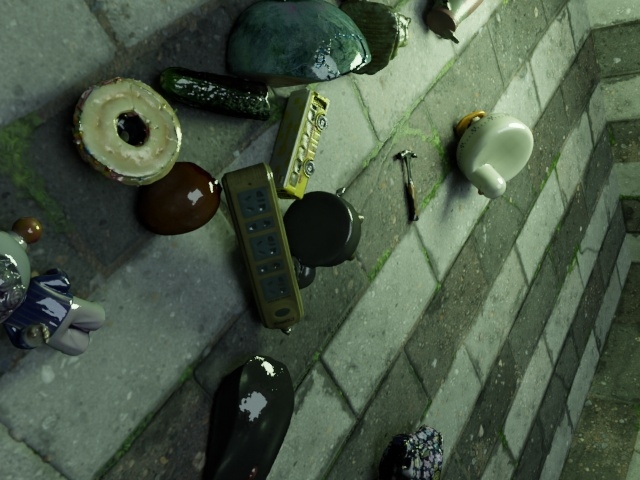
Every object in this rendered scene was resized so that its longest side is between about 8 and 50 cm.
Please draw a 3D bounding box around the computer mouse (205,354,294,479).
[{"bbox_3d":[-0.128,0.377,1.091,0.168,0.087,0.296,17,82,-50],"label":"computer mouse"}]

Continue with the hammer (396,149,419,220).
[{"bbox_3d":[0.251,-0.151,1.523,0.078,0.021,0.201,-26,111,-44],"label":"hammer"}]

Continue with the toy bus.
[{"bbox_3d":[-0.049,-0.199,1.153,0.074,0.081,0.227,23,79,-41],"label":"toy bus"}]

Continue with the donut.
[{"bbox_3d":[-0.303,-0.167,0.865,0.174,0.068,0.175,7,78,-36],"label":"donut"}]

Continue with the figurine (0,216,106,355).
[{"bbox_3d":[-0.417,0.086,0.735,0.194,0.133,0.275,-40,135,-25],"label":"figurine"}]

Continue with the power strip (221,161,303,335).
[{"bbox_3d":[-0.101,0.039,1.057,0.092,0.066,0.388,-17,124,-9],"label":"power strip"}]

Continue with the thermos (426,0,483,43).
[{"bbox_3d":[0.399,-0.695,1.578,0.265,0.145,0.176,-59,157,-16],"label":"thermos"}]

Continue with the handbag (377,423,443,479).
[{"bbox_3d":[0.246,0.619,1.492,0.207,0.126,0.229,1,100,-49],"label":"handbag"}]

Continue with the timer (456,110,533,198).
[{"bbox_3d":[0.534,-0.258,1.669,0.233,0.240,0.234,-13,133,-14],"label":"timer"}]

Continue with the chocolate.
[{"bbox_3d":[-0.243,-0.065,0.941,0.124,0.127,0.133,35,77,-9],"label":"chocolate"}]

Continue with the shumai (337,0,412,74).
[{"bbox_3d":[0.117,-0.496,1.278,0.184,0.184,0.142,57,31,-33],"label":"shumai"}]

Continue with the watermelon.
[{"bbox_3d":[-0.019,-0.408,1.087,0.321,0.188,0.175,-37,120,-42],"label":"watermelon"}]

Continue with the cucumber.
[{"bbox_3d":[-0.183,-0.266,1.002,0.241,0.074,0.075,-3,95,-46],"label":"cucumber"}]

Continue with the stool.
[{"bbox_3d":[-0.006,-0.006,1.180,0.153,0.228,0.139,56,14,18],"label":"stool"}]
